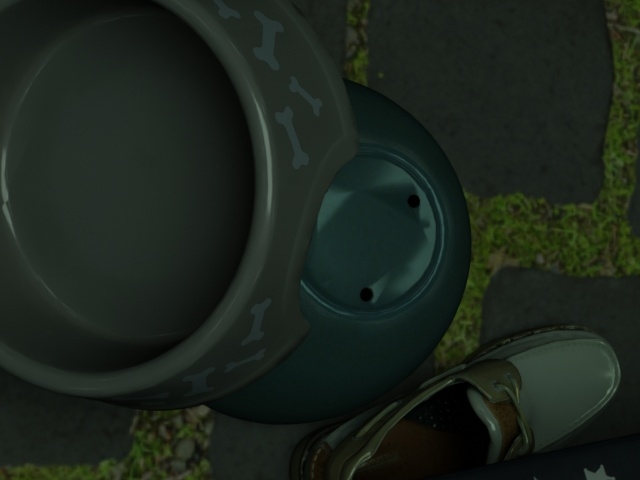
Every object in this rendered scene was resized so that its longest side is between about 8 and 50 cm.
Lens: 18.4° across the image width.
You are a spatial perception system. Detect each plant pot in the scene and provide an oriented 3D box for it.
[{"bbox_3d":[0.000,0.000,1.530,0.290,0.195,0.290,1,86,-19],"label":"plant pot"}]

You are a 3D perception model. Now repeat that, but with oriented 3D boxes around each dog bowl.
[{"bbox_3d":[-0.148,-0.044,1.415,0.102,0.349,0.348,-7,88,-64],"label":"dog bowl"}]

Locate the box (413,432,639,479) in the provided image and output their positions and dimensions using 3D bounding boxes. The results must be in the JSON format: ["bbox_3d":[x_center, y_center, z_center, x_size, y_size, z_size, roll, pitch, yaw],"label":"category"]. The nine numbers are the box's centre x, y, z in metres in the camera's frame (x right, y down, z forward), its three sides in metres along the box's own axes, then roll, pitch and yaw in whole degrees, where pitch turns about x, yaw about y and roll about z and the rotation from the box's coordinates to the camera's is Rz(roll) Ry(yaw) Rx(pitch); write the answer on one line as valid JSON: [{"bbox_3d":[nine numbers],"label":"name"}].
[{"bbox_3d":[0.243,0.313,1.536,0.396,0.212,0.293,-10,73,-16],"label":"box"}]

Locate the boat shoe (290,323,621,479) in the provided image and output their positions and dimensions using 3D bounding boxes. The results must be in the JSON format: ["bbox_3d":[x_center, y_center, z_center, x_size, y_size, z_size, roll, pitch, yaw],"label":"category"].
[{"bbox_3d":[0.128,0.154,1.613,0.302,0.103,0.113,-24,95,-20],"label":"boat shoe"}]
